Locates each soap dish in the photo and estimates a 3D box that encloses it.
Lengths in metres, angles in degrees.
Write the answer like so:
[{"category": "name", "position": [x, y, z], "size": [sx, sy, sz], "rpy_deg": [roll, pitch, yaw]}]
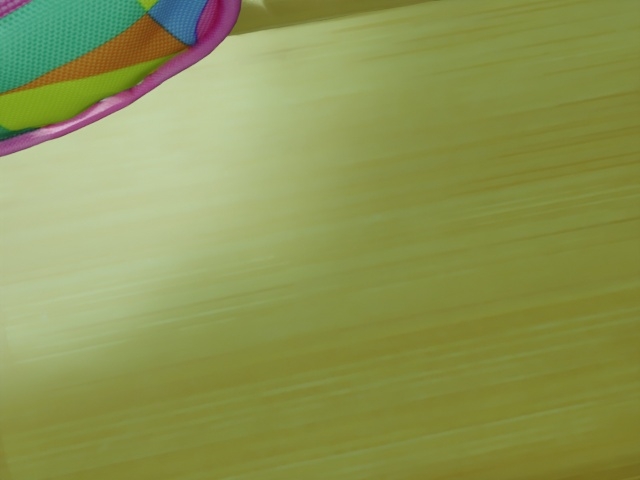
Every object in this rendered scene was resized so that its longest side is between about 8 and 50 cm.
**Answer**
[{"category": "soap dish", "position": [0.000, 0.000, 0.539], "size": [0.290, 0.118, 0.229], "rpy_deg": [-10, 111, -7]}]

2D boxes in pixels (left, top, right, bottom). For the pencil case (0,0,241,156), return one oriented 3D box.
[{"category": "pencil case", "position": [-0.098, -0.134, 0.426], "size": [0.104, 0.104, 0.236], "rpy_deg": [-24, 71, -1]}]
